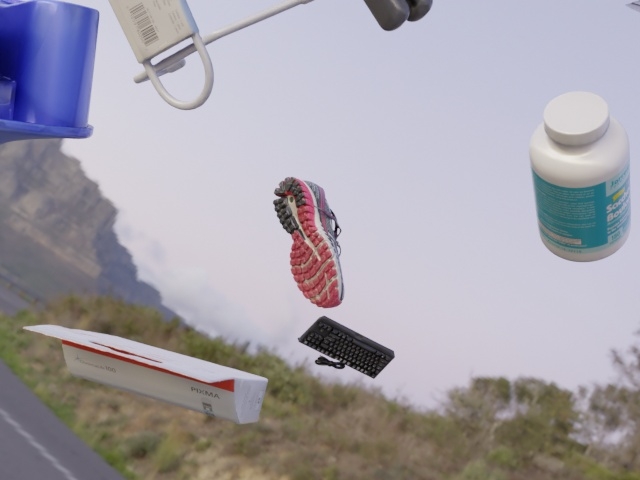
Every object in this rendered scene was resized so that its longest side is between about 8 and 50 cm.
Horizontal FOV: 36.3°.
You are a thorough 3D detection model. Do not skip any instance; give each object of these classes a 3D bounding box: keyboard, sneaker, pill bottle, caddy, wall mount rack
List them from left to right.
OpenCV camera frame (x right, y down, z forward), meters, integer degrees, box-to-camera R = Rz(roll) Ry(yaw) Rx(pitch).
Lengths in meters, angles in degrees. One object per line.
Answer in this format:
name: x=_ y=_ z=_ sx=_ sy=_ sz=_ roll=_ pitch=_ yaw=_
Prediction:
caddy: x=-0.374 y=-0.175 z=1.009 sx=0.241 sy=0.179 sz=0.341 roll=5 pitch=10 yaw=-41
wall mount rack: x=-0.180 y=-0.373 z=1.349 sx=0.304 sy=0.130 sz=0.350 roll=-19 pitch=-80 yaw=35
sneaker: x=0.000 y=0.000 z=2.084 sx=0.121 sy=0.299 sz=0.112 roll=-30 pitch=-24 yaw=37
keyboard: x=0.043 y=0.215 z=1.865 sx=0.180 sy=0.108 sz=0.023 roll=29 pitch=33 yaw=-22
pill bottle: x=0.395 y=-0.098 z=1.482 sx=0.146 sy=0.146 sz=0.264 roll=25 pitch=-28 yaw=34

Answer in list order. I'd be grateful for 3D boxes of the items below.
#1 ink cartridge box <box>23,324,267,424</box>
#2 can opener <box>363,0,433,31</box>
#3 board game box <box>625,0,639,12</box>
ink cartridge box: x=-0.276 y=0.225 z=1.590 sx=0.308 sy=0.091 sz=0.385 roll=14 pitch=-5 yaw=11
can opener: x=0.040 y=-0.379 z=1.110 sx=0.283 sy=0.076 sz=0.095 roll=59 pitch=-31 yaw=7
board game box: x=0.521 y=-0.339 z=1.415 sx=0.133 sy=0.033 sz=0.168 roll=19 pitch=10 yaw=2
